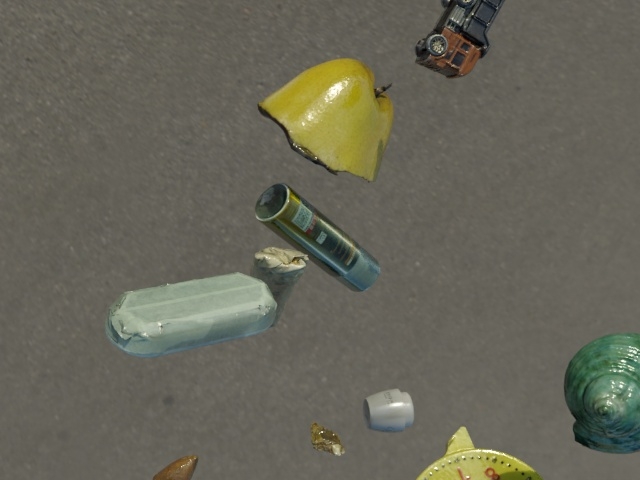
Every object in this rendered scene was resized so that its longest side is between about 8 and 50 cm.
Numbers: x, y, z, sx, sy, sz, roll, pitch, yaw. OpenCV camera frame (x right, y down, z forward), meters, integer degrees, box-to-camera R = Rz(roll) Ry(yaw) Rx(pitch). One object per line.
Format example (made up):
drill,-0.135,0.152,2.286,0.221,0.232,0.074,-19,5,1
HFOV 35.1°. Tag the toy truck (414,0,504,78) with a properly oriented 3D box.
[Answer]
toy truck,0.229,-0.347,1.590,0.092,0.083,0.192,29,90,-13

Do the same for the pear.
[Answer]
pear,0.033,-0.234,1.786,0.267,0.267,0.178,23,107,-39

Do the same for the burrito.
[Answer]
burrito,-0.074,0.072,1.599,0.082,0.059,0.275,12,155,-3

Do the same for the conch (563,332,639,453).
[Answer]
conch,0.423,0.225,1.426,0.202,0.134,0.196,14,102,-40

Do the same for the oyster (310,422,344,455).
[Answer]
oyster,0.009,0.386,1.975,0.051,0.093,0.034,-25,136,-52

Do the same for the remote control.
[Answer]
remote control,-0.170,0.097,1.367,0.247,0.104,0.052,-10,133,-35

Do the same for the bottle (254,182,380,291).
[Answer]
bottle,0.000,0.000,1.841,0.082,0.082,0.286,-49,130,3

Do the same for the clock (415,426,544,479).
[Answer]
clock,0.264,0.478,1.665,0.277,0.293,0.071,-50,169,-18

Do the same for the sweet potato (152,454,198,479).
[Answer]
sweet potato,-0.309,0.483,1.924,0.051,0.065,0.218,39,96,-26

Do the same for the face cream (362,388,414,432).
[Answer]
face cream,0.141,0.356,2.109,0.095,0.091,0.091,-3,120,-12
